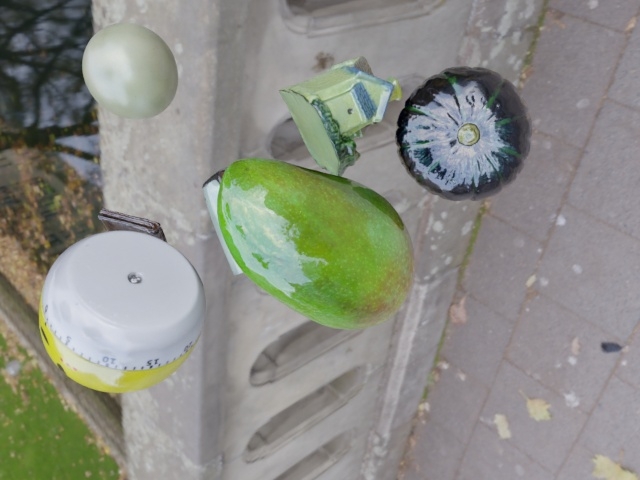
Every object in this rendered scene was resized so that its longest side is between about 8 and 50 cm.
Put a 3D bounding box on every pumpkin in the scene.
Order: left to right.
[{"bbox_3d":[0.264,-0.197,1.296,0.248,0.248,0.247,25,126,39],"label":"pumpkin"}]

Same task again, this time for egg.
[{"bbox_3d":[-0.395,-0.351,1.463,0.188,0.189,0.253,59,179,8],"label":"egg"}]

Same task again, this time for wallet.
[{"bbox_3d":[-0.356,0.014,1.378,0.125,0.042,0.230,14,156,6],"label":"wallet"}]

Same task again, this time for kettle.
[{"bbox_3d":[-0.185,-0.058,1.706,0.240,0.165,0.255,-138,27,-88],"label":"kettle"}]

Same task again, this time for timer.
[{"bbox_3d":[-0.339,0.147,1.163,0.285,0.285,0.285,25,126,39],"label":"timer"}]

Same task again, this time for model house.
[{"bbox_3d":[0.058,-0.254,1.362,0.195,0.189,0.214,60,171,-22],"label":"model house"}]

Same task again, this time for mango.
[{"bbox_3d":[0.000,0.000,1.059,0.382,0.225,0.201,35,177,-35],"label":"mango"}]
